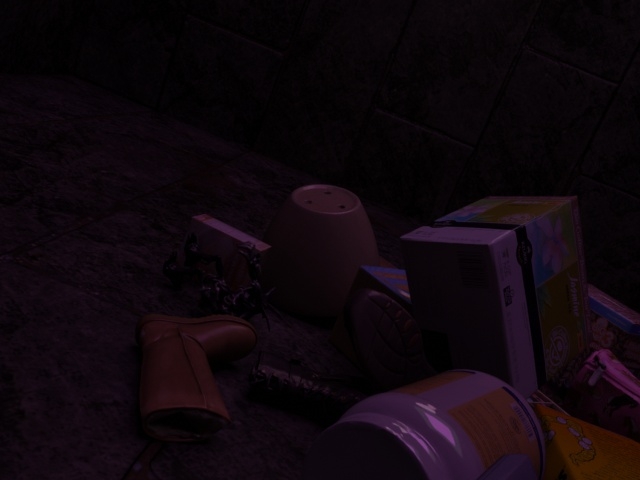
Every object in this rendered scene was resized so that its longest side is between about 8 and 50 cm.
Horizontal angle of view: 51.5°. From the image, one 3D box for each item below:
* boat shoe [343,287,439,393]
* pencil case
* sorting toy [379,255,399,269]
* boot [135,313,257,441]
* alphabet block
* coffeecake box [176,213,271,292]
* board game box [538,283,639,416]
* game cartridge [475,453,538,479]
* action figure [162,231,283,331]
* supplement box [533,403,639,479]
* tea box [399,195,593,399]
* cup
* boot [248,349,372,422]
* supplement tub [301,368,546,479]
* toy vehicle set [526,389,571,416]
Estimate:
[{"bbox_3d":[0.123,0.224,1.254,0.130,0.132,0.355,22,-32,52],"label":"boat shoe"},{"bbox_3d":[0.637,0.363,1.229,0.167,0.160,0.386,15,16,-38],"label":"pencil case"},{"bbox_3d":[0.126,0.112,1.895,0.255,0.089,0.257,7,21,-43],"label":"sorting toy"},{"bbox_3d":[-0.190,0.225,1.099,0.236,0.089,0.269,4,21,-22],"label":"boot"},{"bbox_3d":[0.169,0.189,1.491,0.192,0.197,0.193,8,21,-40],"label":"alphabet block"},{"bbox_3d":[-0.228,0.042,1.538,0.185,0.142,0.068,25,15,14],"label":"coffeecake box"},{"bbox_3d":[0.675,0.282,1.697,0.141,0.291,0.232,11,18,-35],"label":"board game box"},{"bbox_3d":[0.225,0.407,0.746,0.060,0.294,0.196,-15,-7,36],"label":"game cartridge"},{"bbox_3d":[-0.202,0.085,1.414,0.275,0.141,0.164,26,45,21],"label":"action figure"},{"bbox_3d":[0.408,0.437,0.986,0.195,0.194,0.356,22,15,-2],"label":"supplement box"},{"bbox_3d":[0.366,0.104,1.347,0.323,0.329,0.220,-24,19,-39],"label":"tea box"},{"bbox_3d":[0.000,0.000,1.648,0.331,0.237,0.331,5,28,-2],"label":"cup"},{"bbox_3d":[-0.017,0.276,1.165,0.229,0.091,0.263,19,5,-10],"label":"boot"},{"bbox_3d":[0.153,0.321,0.936,0.241,0.241,0.331,32,19,33],"label":"supplement tub"},{"bbox_3d":[0.469,0.374,1.581,0.166,0.035,0.267,11,19,-35],"label":"toy vehicle set"}]
